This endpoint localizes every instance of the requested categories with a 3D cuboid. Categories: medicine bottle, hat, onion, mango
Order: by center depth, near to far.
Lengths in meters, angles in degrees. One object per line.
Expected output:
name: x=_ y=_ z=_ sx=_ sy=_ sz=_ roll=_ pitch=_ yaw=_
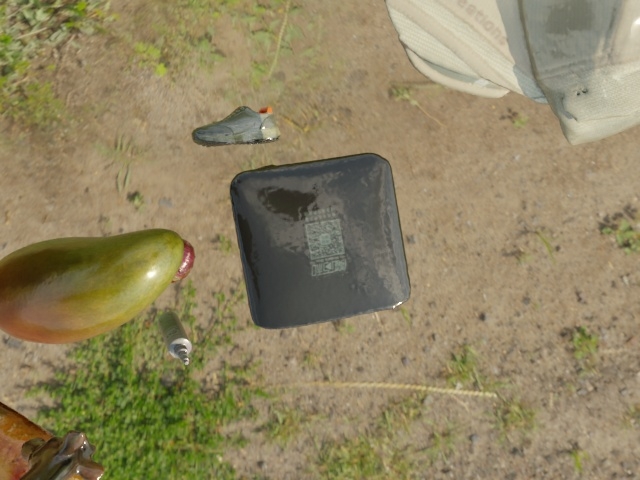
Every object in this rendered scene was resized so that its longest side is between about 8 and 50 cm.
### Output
hat: x=0.172 y=-0.204 z=0.550 sx=0.226 sy=0.164 sz=0.219 roll=28 pitch=68 yaw=-19
mango: x=-0.294 y=0.056 z=0.952 sx=0.289 sy=0.146 sz=0.129 roll=-12 pitch=99 yaw=39
onion: x=-0.331 y=0.043 z=1.780 sx=0.097 sy=0.107 sz=0.107 roll=34 pitch=105 yaw=-28
medicine bottle: x=-0.342 y=0.239 z=1.877 sx=0.058 sy=0.199 sz=0.057 roll=-10 pitch=118 yaw=-19

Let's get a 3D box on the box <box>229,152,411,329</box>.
box: x=0.000 y=0.000 z=1.380 sx=0.290 sy=0.073 sz=0.288 roll=-10 pitch=93 yaw=-12

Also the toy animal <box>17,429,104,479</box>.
toy animal: x=-0.203 y=0.170 z=0.323 sx=0.230 sy=0.224 sz=0.066 roll=-23 pitch=108 yaw=-9

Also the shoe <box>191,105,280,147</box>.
shoe: x=-0.170 y=-0.228 z=1.568 sx=0.195 sy=0.074 sz=0.077 roll=-8 pitch=94 yaw=-34

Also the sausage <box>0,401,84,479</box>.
sausage: x=-0.335 y=0.168 z=0.701 sx=0.302 sy=0.076 sz=0.102 roll=22 pitch=137 yaw=11
